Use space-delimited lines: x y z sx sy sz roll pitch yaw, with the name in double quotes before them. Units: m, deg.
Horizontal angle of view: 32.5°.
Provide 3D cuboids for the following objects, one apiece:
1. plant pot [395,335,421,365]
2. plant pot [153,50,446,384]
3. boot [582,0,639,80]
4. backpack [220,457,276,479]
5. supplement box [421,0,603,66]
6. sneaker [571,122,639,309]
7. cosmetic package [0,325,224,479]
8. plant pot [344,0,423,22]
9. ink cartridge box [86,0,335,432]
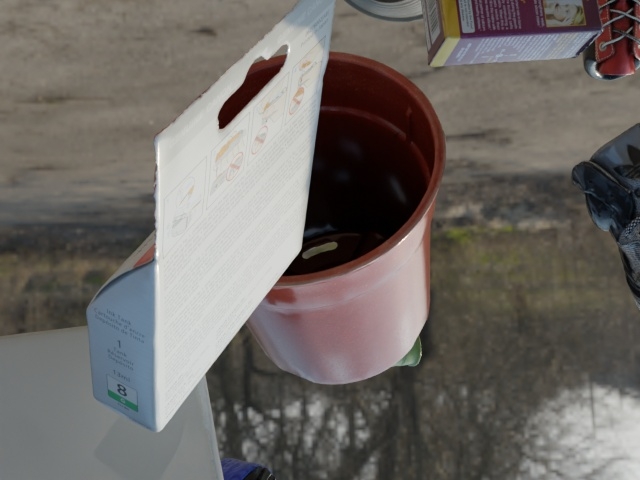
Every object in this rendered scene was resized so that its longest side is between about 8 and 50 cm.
"plant pot" 0.069 0.128 1.358 0.079 0.083 0.083 -17 -179 -24
"plant pot" 0.000 0.000 1.113 0.272 0.273 0.265 -4 145 9
"boot" 0.284 -0.257 1.023 0.088 0.176 0.244 -1 158 7
"backpack" -0.103 0.284 1.149 0.101 0.098 0.120 8 -142 39
"supplement box" 0.097 -0.124 0.568 0.083 0.055 0.043 -4 169 -8
"sneaker" 0.255 -0.009 0.765 0.101 0.153 0.268 -34 -173 0
"cosmetic package" -0.306 0.188 0.764 0.453 0.162 0.230 -6 156 -15
"plant pot" 0.100 -0.401 1.520 0.237 0.237 0.110 -5 -148 20
"ink cartridge box" -0.062 -0.026 0.618 0.056 0.181 0.225 23 137 16
